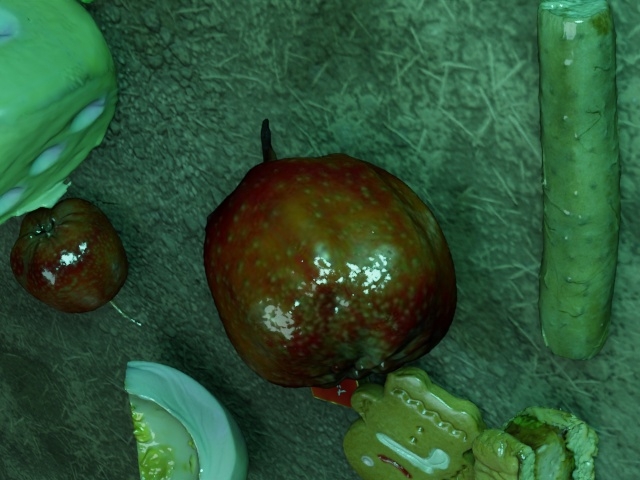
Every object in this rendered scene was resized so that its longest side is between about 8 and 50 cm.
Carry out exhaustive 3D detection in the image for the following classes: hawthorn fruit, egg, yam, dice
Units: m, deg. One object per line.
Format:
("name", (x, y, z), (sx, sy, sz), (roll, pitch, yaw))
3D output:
("hawthorn fruit", (-0.334, 0.041, 1.701), (0.162, 0.163, 0.203), (16, 150, 35))
("hawthorn fruit", (0.000, 0.000, 1.269), (0.254, 0.254, 0.300), (-37, 66, 52))
("egg", (-0.186, 0.302, 1.756), (0.206, 0.161, 0.271), (119, 145, -83))
("yam", (0.235, -0.047, 1.109), (0.083, 0.083, 0.372), (20, 135, 31))
("dice", (-0.416, -0.179, 1.484), (0.254, 0.252, 0.250), (41, 143, 11))

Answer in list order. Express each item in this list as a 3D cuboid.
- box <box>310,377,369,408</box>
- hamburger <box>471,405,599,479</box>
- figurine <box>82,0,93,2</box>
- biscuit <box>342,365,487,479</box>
("box", (0.016, 0.151, 1.537), (0.090, 0.023, 0.133), (14, 131, 38))
("hamburger", (0.240, 0.292, 1.376), (0.131, 0.124, 0.262), (33, 139, 48))
("figurine", (-0.236, -0.327, 1.308), (0.156, 0.095, 0.115), (-21, 118, 46))
("biscuit", (0.107, 0.253, 1.505), (0.184, 0.035, 0.249), (35, 138, 5))
